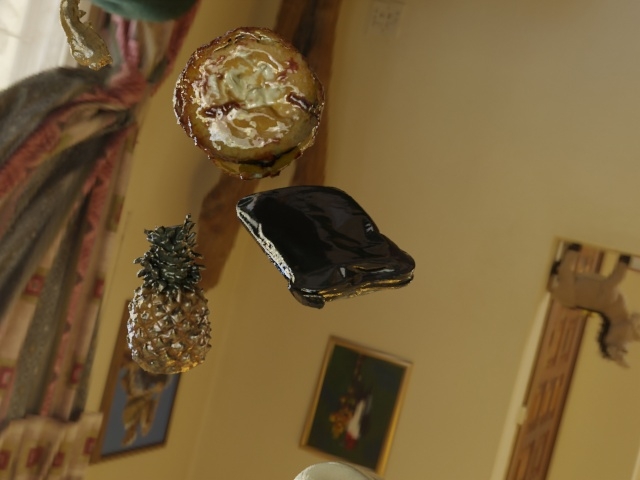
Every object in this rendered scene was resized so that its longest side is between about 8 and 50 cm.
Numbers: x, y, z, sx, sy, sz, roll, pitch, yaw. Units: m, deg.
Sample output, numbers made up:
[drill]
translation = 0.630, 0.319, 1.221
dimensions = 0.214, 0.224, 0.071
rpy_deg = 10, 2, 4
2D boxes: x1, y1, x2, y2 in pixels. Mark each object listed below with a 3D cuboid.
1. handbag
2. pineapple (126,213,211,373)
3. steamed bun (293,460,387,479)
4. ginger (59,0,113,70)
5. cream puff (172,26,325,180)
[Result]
[handbag]
translation = 0.001, 0.001, 1.285
dimensions = 0.191, 0.075, 0.332
rpy_deg = -8, -150, -20
[pineapple]
translation = -0.267, 0.088, 1.497
dimensions = 0.157, 0.279, 0.158
rpy_deg = 2, -159, -1
[steamed bun]
translation = 0.060, 0.490, 1.506
dimensions = 0.241, 0.164, 0.146
rpy_deg = 32, 178, 45
[ginger]
translation = -0.450, -0.399, 1.602
dimensions = 0.069, 0.174, 0.051
rpy_deg = -21, -177, -16
[cream puff]
translation = -0.111, -0.216, 1.368
dimensions = 0.239, 0.240, 0.164
rpy_deg = 14, 172, -5
